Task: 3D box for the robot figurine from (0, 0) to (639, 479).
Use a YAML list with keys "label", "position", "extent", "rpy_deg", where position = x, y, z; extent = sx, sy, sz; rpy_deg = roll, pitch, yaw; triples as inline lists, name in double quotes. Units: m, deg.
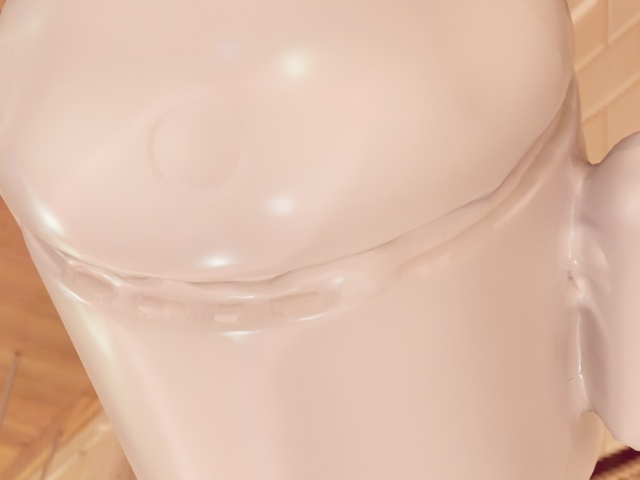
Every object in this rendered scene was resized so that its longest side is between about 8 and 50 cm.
- label: "robot figurine"
  position: [0.000, 0.000, 0.479]
  extent: [0.300, 0.200, 0.353]
  rpy_deg: [7, 135, 24]
